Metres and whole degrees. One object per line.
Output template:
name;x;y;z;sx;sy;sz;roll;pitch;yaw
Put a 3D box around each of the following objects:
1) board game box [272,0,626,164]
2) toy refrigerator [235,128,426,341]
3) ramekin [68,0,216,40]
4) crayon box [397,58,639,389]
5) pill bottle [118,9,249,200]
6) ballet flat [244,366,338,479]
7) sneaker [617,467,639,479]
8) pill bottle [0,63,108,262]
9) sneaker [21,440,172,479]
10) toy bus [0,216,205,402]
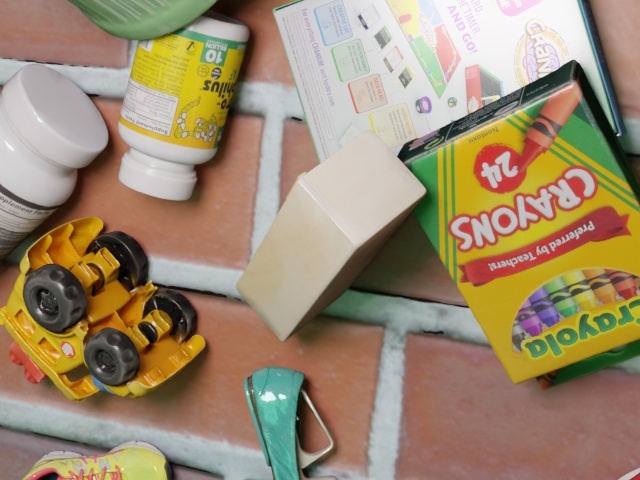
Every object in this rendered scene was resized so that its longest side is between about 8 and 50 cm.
board game box;0.132;-0.179;1.176;0.316;0.064;0.242;-15;93;22
toy refrigerator;0.000;0.000;1.153;0.094;0.102;0.269;49;152;7
ramekin;-0.202;-0.377;1.158;0.303;0.148;0.304;-12;69;34
crayon box;0.236;0.009;1.117;0.202;0.081;0.319;-26;105;24
pill bottle;-0.161;-0.157;1.259;0.117;0.117;0.208;22;105;16
ballet flat;-0.024;0.265;1.299;0.087;0.083;0.247;-10;97;7
sneaker;0.372;0.242;1.119;0.087;0.128;0.221;42;110;9
pill bottle;-0.394;-0.073;1.335;0.278;0.162;0.162;-40;84;21
sneaker;-0.284;0.305;1.391;0.208;0.094;0.082;-11;93;20
toy bus;-0.282;0.118;1.344;0.220;0.149;0.211;46;124;5
